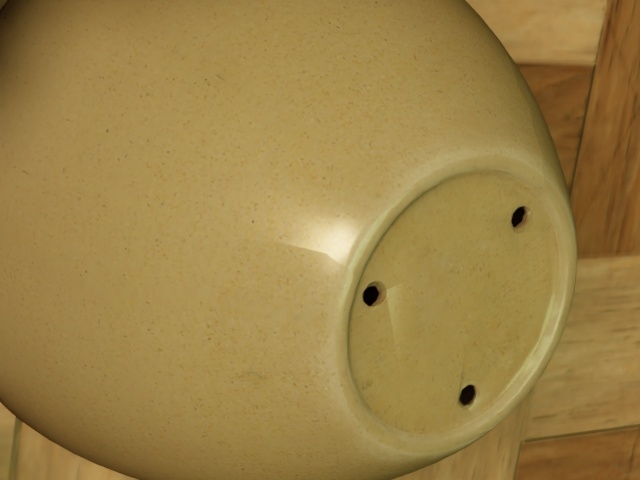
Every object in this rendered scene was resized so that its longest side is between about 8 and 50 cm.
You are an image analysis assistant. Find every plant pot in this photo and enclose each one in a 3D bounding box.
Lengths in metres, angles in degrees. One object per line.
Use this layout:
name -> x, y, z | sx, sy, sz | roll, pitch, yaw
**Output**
plant pot -> 0.000, 0.000, 0.863 | 0.284, 0.191, 0.284 | -16, 117, -33
